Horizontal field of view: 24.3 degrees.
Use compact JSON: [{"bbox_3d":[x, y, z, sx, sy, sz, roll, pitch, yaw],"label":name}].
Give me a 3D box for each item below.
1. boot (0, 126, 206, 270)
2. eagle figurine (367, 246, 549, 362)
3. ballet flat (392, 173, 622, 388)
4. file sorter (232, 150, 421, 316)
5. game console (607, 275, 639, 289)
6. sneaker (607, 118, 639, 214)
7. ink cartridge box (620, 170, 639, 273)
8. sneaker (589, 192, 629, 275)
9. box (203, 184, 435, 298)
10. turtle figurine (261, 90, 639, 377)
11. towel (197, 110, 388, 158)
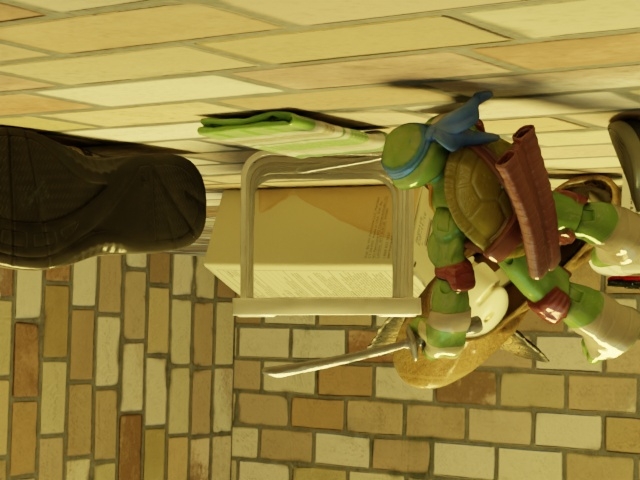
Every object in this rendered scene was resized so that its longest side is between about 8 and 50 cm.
[{"bbox_3d":[-0.341,-0.040,1.549,0.284,0.138,0.377,-1,-179,42],"label":"boot"},{"bbox_3d":[0.205,0.097,2.126,0.225,0.298,0.226,39,123,-13],"label":"eagle figurine"},{"bbox_3d":[0.219,0.034,1.699,0.342,0.116,0.124,-36,163,-12],"label":"ballet flat"},{"bbox_3d":[0.005,-0.002,1.644,0.193,0.173,0.277,0,177,-1],"label":"file sorter"},{"bbox_3d":[0.401,0.084,1.616,0.144,0.085,0.124,4,178,-26],"label":"game console"},{"bbox_3d":[0.325,-0.071,1.299,0.118,0.083,0.222,-21,162,15],"label":"sneaker"},{"bbox_3d":[0.495,-0.019,1.563,0.211,0.121,0.289,5,176,-45],"label":"ink cartridge box"},{"bbox_3d":[0.453,-0.018,1.921,0.123,0.106,0.290,-5,-175,42],"label":"sneaker"},{"bbox_3d":[0.016,0.010,1.996,0.311,0.121,0.148,1,155,29],"label":"box"},{"bbox_3d":[0.122,0.002,1.219,0.266,0.274,0.198,25,-151,-24],"label":"turtle figurine"},{"bbox_3d":[-0.021,-0.098,1.331,0.113,0.023,0.152,-3,173,36],"label":"towel"}]
